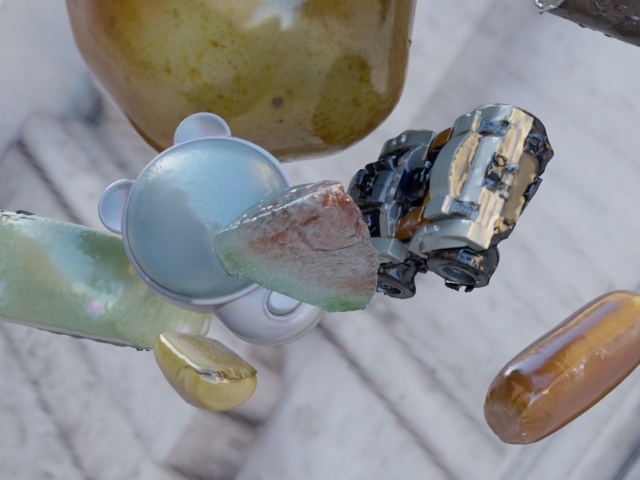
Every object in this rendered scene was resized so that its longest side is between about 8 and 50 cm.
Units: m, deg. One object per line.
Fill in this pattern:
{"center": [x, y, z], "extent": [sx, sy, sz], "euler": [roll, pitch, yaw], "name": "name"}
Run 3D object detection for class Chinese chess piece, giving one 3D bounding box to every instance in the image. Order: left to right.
{"center": [-0.309, 0.055, 2.400], "extent": [0.349, 0.146, 0.349], "euler": [11, -5, 1], "name": "Chinese chess piece"}

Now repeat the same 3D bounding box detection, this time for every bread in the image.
{"center": [-0.115, 0.131, 1.780], "extent": [0.082, 0.056, 0.115], "euler": [6, 15, -38], "name": "bread"}

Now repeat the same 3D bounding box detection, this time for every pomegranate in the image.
{"center": [-0.073, -0.266, 2.034], "extent": [0.416, 0.417, 0.417], "euler": [33, 10, -6], "name": "pomegranate"}

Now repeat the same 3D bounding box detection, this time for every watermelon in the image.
{"center": [-0.007, 0.001, 1.376], "extent": [0.094, 0.081, 0.180], "euler": [1, -19, 21], "name": "watermelon"}

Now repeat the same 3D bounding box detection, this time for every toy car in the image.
{"center": [0.115, -0.039, 1.929], "extent": [0.118, 0.193, 0.301], "euler": [29, -18, -25], "name": "toy car"}

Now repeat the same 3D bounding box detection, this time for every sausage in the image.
{"center": [0.285, 0.140, 2.061], "extent": [0.105, 0.105, 0.274], "euler": [38, 46, 24], "name": "sausage"}

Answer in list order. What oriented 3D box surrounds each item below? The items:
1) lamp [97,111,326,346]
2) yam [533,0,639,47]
{"center": [-0.093, -0.003, 1.808], "extent": [0.246, 0.179, 0.108], "euler": [46, -4, 13], "name": "lamp"}
{"center": [0.363, -0.254, 1.922], "extent": [0.279, 0.131, 0.131], "euler": [18, 13, -14], "name": "yam"}
